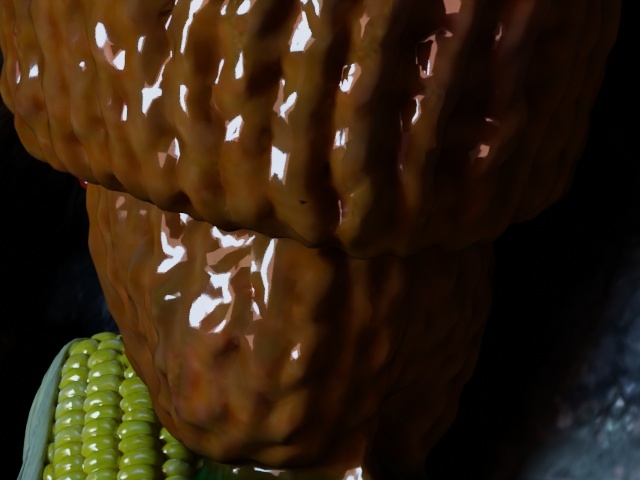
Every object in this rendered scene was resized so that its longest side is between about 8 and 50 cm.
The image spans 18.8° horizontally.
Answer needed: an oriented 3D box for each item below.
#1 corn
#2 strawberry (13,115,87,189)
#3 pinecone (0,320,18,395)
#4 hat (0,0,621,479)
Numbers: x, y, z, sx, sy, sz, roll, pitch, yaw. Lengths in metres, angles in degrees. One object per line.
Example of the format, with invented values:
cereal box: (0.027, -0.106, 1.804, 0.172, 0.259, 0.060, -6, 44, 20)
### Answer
corn: (-0.097, 0.186, 0.975, 0.122, 0.123, 0.305, -17, 48, 22)
strawberry: (-0.082, -0.071, 1.035, 0.121, 0.188, 0.082, -53, 40, -7)
pinecone: (-0.386, 0.074, 1.231, 0.398, 0.398, 0.397, -23, 60, 48)
hat: (0.000, 0.000, 0.898, 0.285, 0.285, 0.400, 30, 128, 53)
